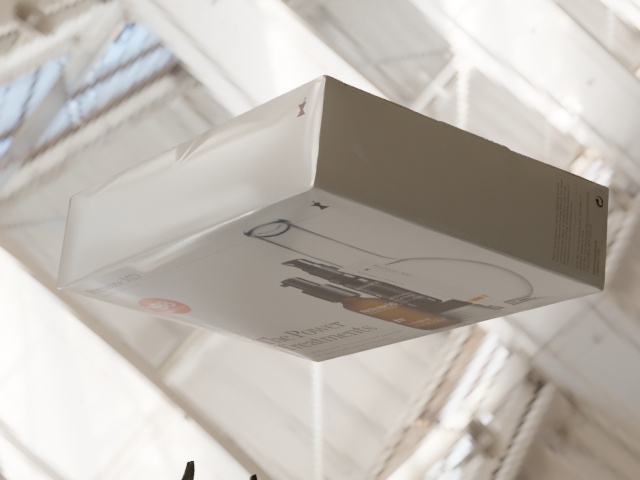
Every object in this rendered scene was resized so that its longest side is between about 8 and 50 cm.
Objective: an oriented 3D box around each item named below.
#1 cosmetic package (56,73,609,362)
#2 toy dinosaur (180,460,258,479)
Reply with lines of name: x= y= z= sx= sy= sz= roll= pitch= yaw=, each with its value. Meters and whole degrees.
cosmetic package: x=0.000 y=0.000 z=1.316 sx=0.284 sy=0.377 sz=0.097 roll=20 pitch=-114 yaw=-31
toy dinosaur: x=-0.091 y=0.323 z=1.406 sx=0.164 sy=0.322 sz=0.218 roll=48 pitch=-164 yaw=-48
